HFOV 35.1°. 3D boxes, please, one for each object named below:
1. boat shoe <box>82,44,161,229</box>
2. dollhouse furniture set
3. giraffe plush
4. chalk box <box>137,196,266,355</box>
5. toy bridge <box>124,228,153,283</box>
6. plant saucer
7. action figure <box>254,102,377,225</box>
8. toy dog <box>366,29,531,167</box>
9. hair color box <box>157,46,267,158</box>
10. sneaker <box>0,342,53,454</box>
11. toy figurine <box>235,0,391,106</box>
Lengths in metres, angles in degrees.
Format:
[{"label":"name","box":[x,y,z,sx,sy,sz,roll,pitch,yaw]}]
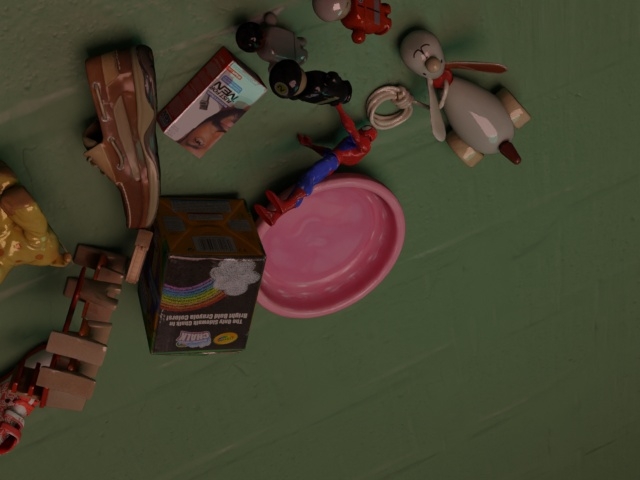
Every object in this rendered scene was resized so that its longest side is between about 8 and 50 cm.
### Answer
[{"label":"boat shoe","box":[-0.321,-0.164,1.625,0.119,0.123,0.324,-5,126,-12]},{"label":"dollhouse furniture set","box":[-0.438,0.165,1.730,0.135,0.262,0.259,16,121,-13]},{"label":"giraffe plush","box":[-0.511,0.004,1.589,0.170,0.181,0.210,-36,119,-14]},{"label":"chalk box","box":[-0.224,0.087,1.822,0.180,0.179,0.289,1,127,-21]},{"label":"toy bridge","box":[-0.322,0.042,1.761,0.026,0.063,0.188,17,156,-11]},{"label":"plant saucer","box":[0.000,0.000,1.945,0.332,0.084,0.332,-14,132,-16]},{"label":"action figure","box":[-0.016,-0.156,1.776,0.280,0.139,0.091,-35,177,-32]},{"label":"toy dog","box":[0.268,-0.234,1.837,0.333,0.161,0.220,13,119,-35]},{"label":"hair color box","box":[-0.181,-0.227,1.681,0.167,0.053,0.093,-43,135,12]},{"label":"sneaker","box":[-0.545,0.298,1.859,0.270,0.145,0.090,-28,135,-4]},{"label":"toy figurine","box":[-0.021,-0.331,1.569,0.148,0.209,0.213,6,125,-45]}]
